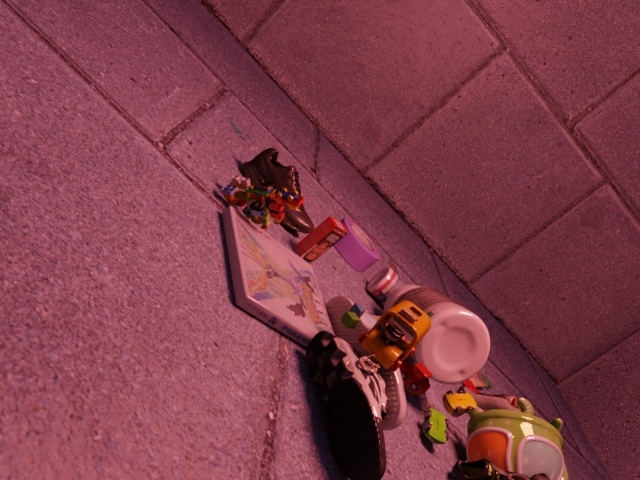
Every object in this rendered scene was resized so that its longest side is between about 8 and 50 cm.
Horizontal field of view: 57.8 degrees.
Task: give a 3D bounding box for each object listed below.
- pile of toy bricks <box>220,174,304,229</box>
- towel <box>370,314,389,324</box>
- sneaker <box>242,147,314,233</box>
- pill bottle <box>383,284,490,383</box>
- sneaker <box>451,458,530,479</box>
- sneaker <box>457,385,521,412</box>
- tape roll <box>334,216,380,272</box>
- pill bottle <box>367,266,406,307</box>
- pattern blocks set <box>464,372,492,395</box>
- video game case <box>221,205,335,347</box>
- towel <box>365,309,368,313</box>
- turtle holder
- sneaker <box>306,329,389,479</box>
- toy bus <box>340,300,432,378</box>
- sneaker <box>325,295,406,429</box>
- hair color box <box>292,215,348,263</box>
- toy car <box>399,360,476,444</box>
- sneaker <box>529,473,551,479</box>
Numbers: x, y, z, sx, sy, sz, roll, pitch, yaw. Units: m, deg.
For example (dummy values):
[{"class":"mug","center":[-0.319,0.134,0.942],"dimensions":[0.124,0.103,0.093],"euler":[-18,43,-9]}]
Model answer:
[{"class":"pile of toy bricks","center":[-0.151,-0.077,1.440],"dimensions":[0.212,0.105,0.118],"euler":[15,40,23]},{"class":"towel","center":[0.175,0.277,1.600],"dimensions":[0.110,0.027,0.148],"euler":[17,53,-61]},{"class":"sneaker","center":[-0.103,-0.147,1.694],"dimensions":[0.286,0.130,0.109],"euler":[51,14,2]},{"class":"pill bottle","center":[0.309,0.246,1.641],"dimensions":[0.204,0.204,0.361],"euler":[45,-1,-14]},{"class":"sneaker","center":[0.404,0.561,1.366],"dimensions":[0.078,0.188,0.067],"euler":[81,23,-45]},{"class":"sneaker","center":[0.559,0.526,1.849],"dimensions":[0.100,0.108,0.271],"euler":[23,-1,-41]},{"class":"tape roll","center":[0.118,0.013,2.012],"dimensions":[0.189,0.080,0.189],"euler":[45,16,-17]},{"class":"pill bottle","center":[0.249,0.187,1.912],"dimensions":[0.180,0.108,0.108],"euler":[47,16,-9]},{"class":"pattern blocks set","center":[0.557,0.494,2.181],"dimensions":[0.325,0.026,0.285],"euler":[29,26,-51]},{"class":"video game case","center":[-0.093,0.095,1.331],"dimensions":[0.300,0.036,0.329],"euler":[38,20,-35]},{"class":"towel","center":[0.126,0.242,1.609],"dimensions":[0.113,0.023,0.152],"euler":[53,16,14]},{"class":"turtle holder","center":[0.519,0.588,1.530],"dimensions":[0.320,0.243,0.227],"euler":[57,36,-37]},{"class":"sneaker","center":[0.084,0.316,1.115],"dimensions":[0.146,0.122,0.331],"euler":[27,26,-31]},{"class":"toy bus","center":[0.159,0.190,1.207],"dimensions":[0.191,0.104,0.202],"euler":[23,22,-27]},{"class":"sneaker","center":[0.128,0.276,1.330],"dimensions":[0.150,0.135,0.366],"euler":[31,24,-37]},{"class":"hair color box","center":[0.000,0.000,1.607],"dimensions":[0.072,0.141,0.043],"euler":[26,28,-54]},{"class":"toy car","center":[0.291,0.441,1.497],"dimensions":[0.239,0.053,0.225],"euler":[27,30,-3]},{"class":"sneaker","center":[0.532,0.690,1.195],"dimensions":[0.410,0.182,0.158],"euler":[59,-3,8]}]
